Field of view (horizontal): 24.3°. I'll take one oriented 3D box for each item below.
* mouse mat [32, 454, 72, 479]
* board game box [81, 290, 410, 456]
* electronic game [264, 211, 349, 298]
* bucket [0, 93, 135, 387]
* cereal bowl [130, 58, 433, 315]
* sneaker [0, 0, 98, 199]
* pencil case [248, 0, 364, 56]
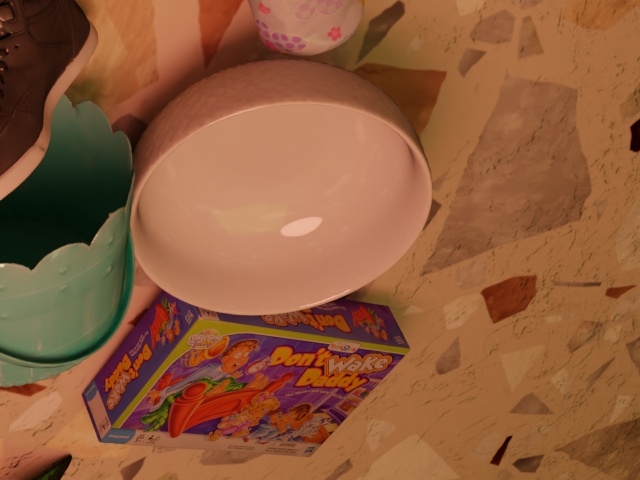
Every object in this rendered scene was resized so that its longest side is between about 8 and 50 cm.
[{"bbox_3d":[-0.382,0.360,1.847,0.190,0.007,0.152,-60,169,21],"label":"mouse mat"},{"bbox_3d":[-0.089,0.164,1.864,0.347,0.078,0.233,11,130,-41],"label":"board game box"},{"bbox_3d":[0.000,0.000,1.837,0.229,0.048,0.229,-20,135,-21],"label":"electronic game"},{"bbox_3d":[-0.312,-0.003,1.453,0.281,0.281,0.183,-18,138,-22],"label":"bucket"},{"bbox_3d":[-0.053,-0.074,1.632,0.338,0.141,0.339,-9,139,-8],"label":"cereal bowl"},{"bbox_3d":[-0.306,-0.157,1.350,0.104,0.296,0.147,-6,133,25],"label":"sneaker"},{"bbox_3d":[-0.038,-0.312,1.482,0.124,0.113,0.273,-40,140,-17],"label":"pencil case"}]
